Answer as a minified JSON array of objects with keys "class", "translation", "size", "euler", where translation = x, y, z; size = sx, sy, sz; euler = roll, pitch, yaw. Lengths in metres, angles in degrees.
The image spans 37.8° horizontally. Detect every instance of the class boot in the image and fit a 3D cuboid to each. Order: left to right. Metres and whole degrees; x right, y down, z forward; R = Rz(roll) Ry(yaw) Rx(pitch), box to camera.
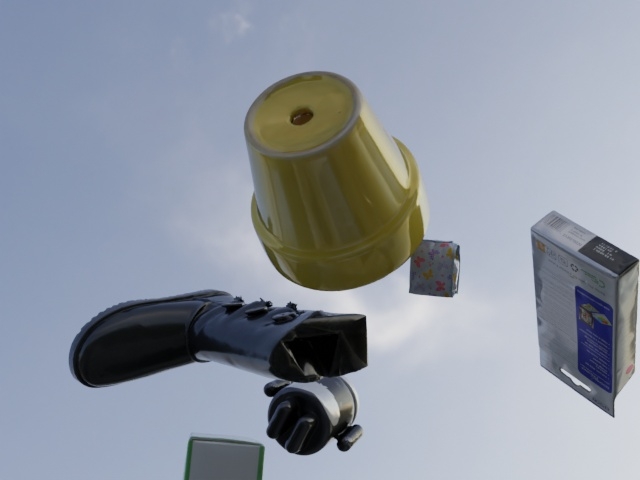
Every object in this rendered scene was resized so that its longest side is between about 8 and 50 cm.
[{"class":"boot","translation":[-0.184,0.191,1.629],"size":[0.367,0.445,0.146],"euler":[-22,-71,-36]}]

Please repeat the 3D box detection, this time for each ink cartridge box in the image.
[{"class":"ink cartridge box","translation":[-0.165,0.420,1.506],"size":[0.122,0.211,0.289],"euler":[5,-10,-6]},{"class":"ink cartridge box","translation":[0.445,0.131,1.575],"size":[0.069,0.176,0.370],"euler":[-34,-44,-21]}]

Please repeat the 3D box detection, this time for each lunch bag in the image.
[{"class":"lunch bag","translation":[0.172,0.040,1.395],"size":[0.071,0.083,0.053],"euler":[3,8,19]}]

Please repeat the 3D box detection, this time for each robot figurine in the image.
[{"class":"robot figurine","translation":[-0.019,0.413,2.237],"size":[0.174,0.209,0.278],"euler":[-22,-2,28]}]

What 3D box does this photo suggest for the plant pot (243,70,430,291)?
[{"class":"plant pot","translation":[0.007,-0.096,1.299],"size":[0.254,0.254,0.239],"euler":[-20,-42,3]}]
